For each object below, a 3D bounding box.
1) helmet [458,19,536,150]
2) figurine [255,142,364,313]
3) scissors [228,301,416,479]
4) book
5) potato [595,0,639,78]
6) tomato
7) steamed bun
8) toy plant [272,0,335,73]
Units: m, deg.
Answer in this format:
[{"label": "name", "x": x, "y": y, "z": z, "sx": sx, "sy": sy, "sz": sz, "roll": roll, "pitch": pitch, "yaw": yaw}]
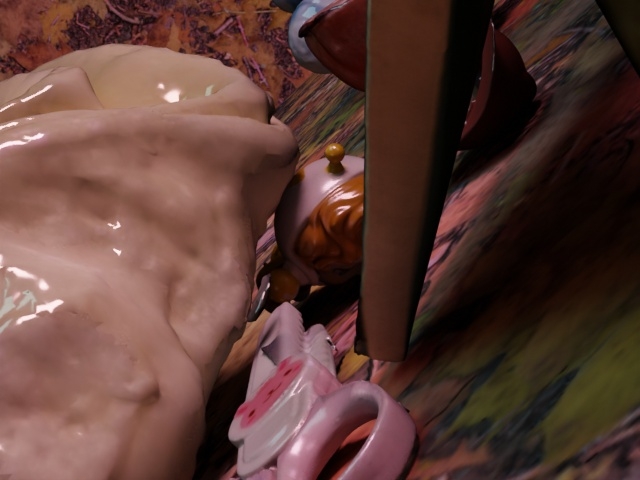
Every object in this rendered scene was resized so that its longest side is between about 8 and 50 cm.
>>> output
[{"label": "helmet", "x": 0.092, "y": -0.086, "z": 0.733, "sx": 0.111, "sy": 0.057, "sz": 0.089, "roll": -2, "pitch": 78, "yaw": 64}, {"label": "figurine", "x": 0.003, "y": -0.002, "z": 0.743, "sx": 0.101, "sy": 0.068, "sz": 0.143, "roll": -39, "pitch": -9, "yaw": -8}, {"label": "scissors", "x": -0.014, "y": 0.078, "z": 0.544, "sx": 0.118, "sy": 0.030, "sz": 0.242, "roll": -44, "pitch": 13, "yaw": 10}, {"label": "book", "x": 0.071, "y": -0.167, "z": 0.519, "sx": 0.264, "sy": 0.031, "sz": 0.379, "roll": 89, "pitch": -165, "yaw": -58}, {"label": "potato", "x": 0.155, "y": -0.212, "z": 0.313, "sx": 0.330, "sy": 0.280, "sz": 0.213, "roll": -50, "pitch": 8, "yaw": -38}, {"label": "tomato", "x": 0.088, "y": -0.203, "z": 1.109, "sx": 0.199, "sy": 0.112, "sz": 0.228, "roll": -37, "pitch": 8, "yaw": 3}, {"label": "steamed bun", "x": -0.184, "y": 0.029, "z": 0.687, "sx": 0.346, "sy": 0.237, "sz": 0.394, "roll": -60, "pitch": 16, "yaw": 8}, {"label": "toy plant", "x": 0.070, "y": -0.314, "z": 1.433, "sx": 0.332, "sy": 0.247, "sz": 0.247, "roll": -56, "pitch": 12, "yaw": -23}]
